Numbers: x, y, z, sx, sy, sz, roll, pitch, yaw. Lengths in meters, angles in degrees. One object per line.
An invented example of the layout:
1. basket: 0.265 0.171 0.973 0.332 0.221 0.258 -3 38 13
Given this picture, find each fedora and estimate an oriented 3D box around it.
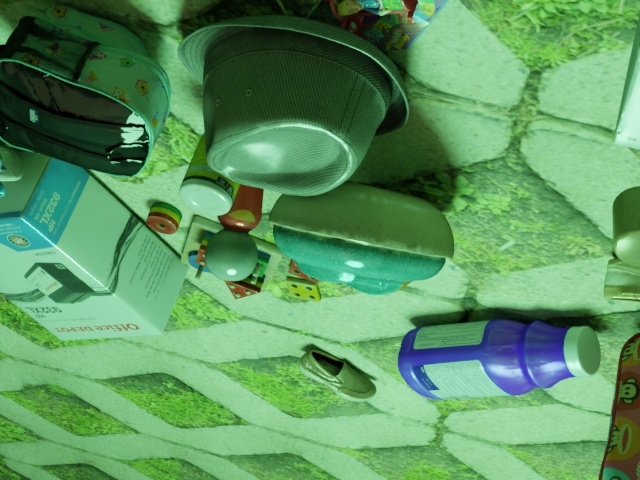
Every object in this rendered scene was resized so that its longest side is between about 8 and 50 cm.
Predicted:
1. fedora: -0.040 -0.127 1.304 0.275 0.124 0.244 -4 151 41

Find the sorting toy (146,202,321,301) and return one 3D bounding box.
1. sorting toy: -0.124 0.038 1.745 0.274 0.046 0.132 21 151 -4

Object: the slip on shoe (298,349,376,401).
1. slip on shoe: 0.032 0.213 1.952 0.135 0.051 0.041 29 138 -6

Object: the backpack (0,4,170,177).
1. backpack: -0.262 -0.163 1.384 0.188 0.144 0.166 25 143 1

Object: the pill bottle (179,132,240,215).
1. pill bottle: -0.119 -0.093 1.451 0.065 0.116 0.065 14 150 8

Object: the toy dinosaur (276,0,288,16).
1. toy dinosaur: -0.112 -0.284 1.214 0.183 0.053 0.092 19 167 10

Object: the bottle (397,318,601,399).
1. bottle: 0.246 0.162 1.697 0.283 0.092 0.118 -10 141 40

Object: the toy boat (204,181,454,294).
1. toy boat: 0.000 0.000 1.464 0.318 0.148 0.267 12 -178 34

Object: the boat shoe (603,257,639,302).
1. boat shoe: 0.421 0.071 1.466 0.170 0.059 0.063 17 175 12

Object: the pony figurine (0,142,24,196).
1. pony figurine: -0.497 -0.108 1.468 0.303 0.351 0.363 -15 125 -21

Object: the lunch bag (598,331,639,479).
1. lunch bag: 0.489 0.255 1.519 0.258 0.293 0.120 4 143 25

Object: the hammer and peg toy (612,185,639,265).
1. hammer and peg toy: 0.471 -0.014 1.189 0.361 0.127 0.266 -5 145 15

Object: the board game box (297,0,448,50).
1. board game box: 0.047 -0.233 1.209 0.133 0.033 0.168 25 150 -11

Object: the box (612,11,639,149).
1. box: 0.312 -0.173 1.022 0.091 0.170 0.130 13 151 10

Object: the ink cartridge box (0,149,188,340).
1. ink cartridge box: -0.375 0.013 1.759 0.223 0.129 0.307 -6 142 35
